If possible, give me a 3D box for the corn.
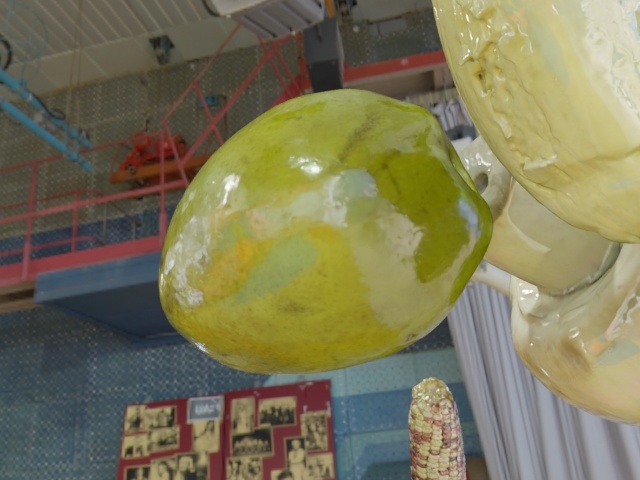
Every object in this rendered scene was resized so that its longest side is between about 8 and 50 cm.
[{"bbox_3d":[0.176,0.330,0.954,0.086,0.253,0.086,-5,14,1],"label":"corn"}]

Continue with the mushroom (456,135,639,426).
[{"bbox_3d":[0.331,0.023,0.688,0.354,0.325,0.353,-17,-30,-11],"label":"mushroom"}]

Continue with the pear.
[{"bbox_3d":[0.000,0.000,0.601,0.307,0.252,0.253,-35,-33,22],"label":"pear"}]

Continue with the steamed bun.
[{"bbox_3d":[0.183,-0.139,0.414,0.232,0.272,0.166,-36,8,-16],"label":"steamed bun"}]
